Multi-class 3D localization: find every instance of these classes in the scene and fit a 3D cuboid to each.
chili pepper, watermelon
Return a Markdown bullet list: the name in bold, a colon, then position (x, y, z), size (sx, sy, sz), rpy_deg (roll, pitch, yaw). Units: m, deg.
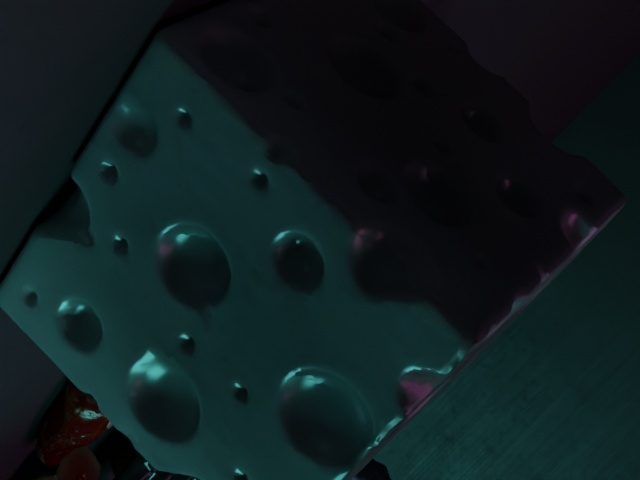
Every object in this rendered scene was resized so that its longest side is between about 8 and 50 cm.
- **chili pepper**: position (-0.217, 0.159, 1.294), size (0.059, 0.050, 0.191), rpy_deg (-48, 177, -43)
- **watermelon**: position (-0.261, 0.262, 1.442), size (0.125, 0.094, 0.135), rpy_deg (-34, 164, -20)

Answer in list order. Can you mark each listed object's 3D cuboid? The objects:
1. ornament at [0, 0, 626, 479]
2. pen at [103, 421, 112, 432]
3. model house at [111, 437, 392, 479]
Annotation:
- **ornament**: position (-0.005, 0.004, 0.900), size (0.239, 0.240, 0.239), rpy_deg (-51, 170, 36)
- **pen**: position (-0.152, 0.116, 1.497), size (0.239, 0.028, 0.028), rpy_deg (-43, 172, -15)
- **model house**: position (-0.157, 0.303, 1.729), size (0.360, 0.297, 0.339), rpy_deg (-46, 136, 2)
